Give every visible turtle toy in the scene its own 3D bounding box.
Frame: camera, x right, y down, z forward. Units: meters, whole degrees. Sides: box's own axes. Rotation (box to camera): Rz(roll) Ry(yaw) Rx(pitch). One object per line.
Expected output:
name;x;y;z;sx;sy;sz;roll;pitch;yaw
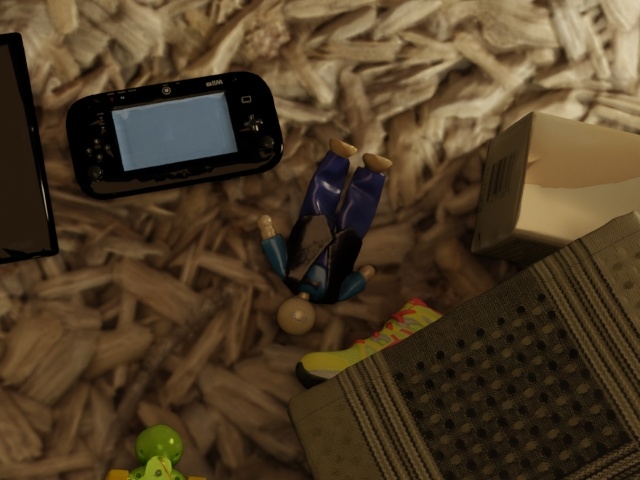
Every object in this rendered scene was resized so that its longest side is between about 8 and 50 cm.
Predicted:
turtle toy;-0.150;0.232;1.189;0.095;0.066;0.130;8;80;-8

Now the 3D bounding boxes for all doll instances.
doll;0.000;0.000;1.258;0.129;0.046;0.189;21;85;-16

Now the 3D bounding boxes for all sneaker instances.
sneaker;0.075;0.102;1.247;0.208;0.081;0.094;-3;74;-15

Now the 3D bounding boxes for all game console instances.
game console;-0.219;-0.101;1.238;0.361;0.044;0.213;-10;84;-12

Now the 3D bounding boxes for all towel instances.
towel;0.171;0.173;0.912;0.312;0.056;0.324;-29;63;4

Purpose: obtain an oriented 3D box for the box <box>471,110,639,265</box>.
box;0.319;-0.021;1.267;0.311;0.148;0.121;12;80;-9
